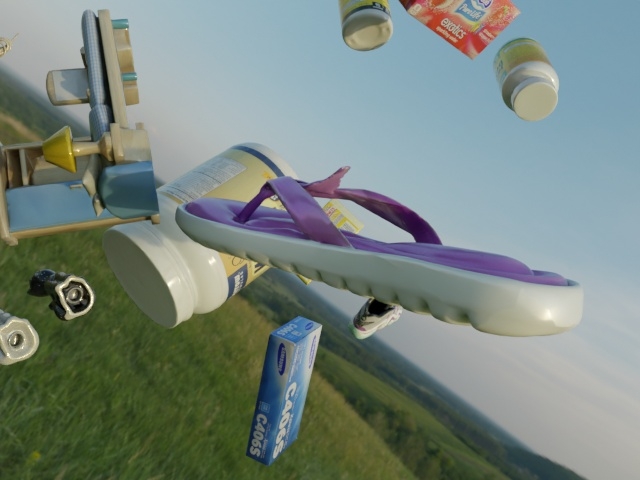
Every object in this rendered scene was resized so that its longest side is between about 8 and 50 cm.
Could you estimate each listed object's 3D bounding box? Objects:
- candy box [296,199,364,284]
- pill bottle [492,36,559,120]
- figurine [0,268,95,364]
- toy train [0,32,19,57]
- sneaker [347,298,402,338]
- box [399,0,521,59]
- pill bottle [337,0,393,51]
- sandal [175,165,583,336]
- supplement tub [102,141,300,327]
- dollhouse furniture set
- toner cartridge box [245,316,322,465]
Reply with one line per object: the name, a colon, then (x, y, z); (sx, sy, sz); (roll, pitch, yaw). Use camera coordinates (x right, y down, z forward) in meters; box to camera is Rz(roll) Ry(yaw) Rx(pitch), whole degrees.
candy box: (0.000, 0.000, 1.427); (0.105, 0.206, 0.027); (43, -15, 7)
pill bottle: (0.442, -0.344, 1.265); (0.117, 0.117, 0.209); (38, 35, -24)
figurine: (-0.603, 0.142, 1.214); (0.209, 0.215, 0.092); (10, -47, 46)
toy train: (-0.871, -0.477, 1.453); (0.105, 0.248, 0.143); (37, -15, 9)
sneaker: (0.082, 0.079, 0.724); (0.038, 0.098, 0.069); (45, -44, 15)
box: (0.241, -0.456, 1.088); (0.256, 0.128, 0.123); (10, 45, -49)
pill bottle: (0.098, -0.558, 1.371); (0.119, 0.209, 0.119); (-4, -25, -2)
sandal: (0.034, -0.014, 0.543); (0.416, 0.102, 0.169); (15, 6, 37)
supplement tub: (-0.194, -0.013, 1.048); (0.228, 0.316, 0.228); (29, -41, 29)
dollhouse furniture set: (-0.310, -0.155, 0.689); (0.303, 0.198, 0.287); (133, -54, -70)
toner cartridge box: (-0.094, 0.387, 1.529); (0.075, 0.348, 0.165); (17, 16, 20)
